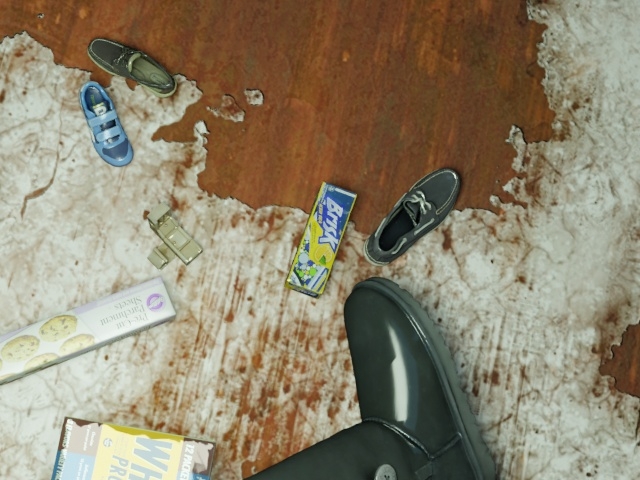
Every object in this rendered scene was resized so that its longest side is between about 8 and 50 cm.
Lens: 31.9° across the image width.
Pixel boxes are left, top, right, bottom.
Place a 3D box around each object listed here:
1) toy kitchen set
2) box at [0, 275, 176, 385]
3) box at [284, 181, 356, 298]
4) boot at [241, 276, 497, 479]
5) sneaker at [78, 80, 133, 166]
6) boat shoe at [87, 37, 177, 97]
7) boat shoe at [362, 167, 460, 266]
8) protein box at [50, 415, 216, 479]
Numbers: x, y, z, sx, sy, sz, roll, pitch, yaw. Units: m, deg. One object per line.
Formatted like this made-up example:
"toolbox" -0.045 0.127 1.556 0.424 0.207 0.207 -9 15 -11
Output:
"toy kitchen set" -0.230 0.002 1.676 0.083 0.075 0.068 45 76 7
"box" -0.372 0.140 1.631 0.324 0.063 0.067 -20 82 -12
"box" 0.000 0.000 1.722 0.059 0.054 0.169 21 76 -3
"boot" 0.004 0.286 1.539 0.445 0.146 0.367 -25 82 -33
"sneaker" -0.331 -0.179 1.709 0.053 0.059 0.144 -26 84 -15
"boat shoe" -0.291 -0.276 1.741 0.152 0.049 0.056 25 76 -2
"boat shoe" 0.151 -0.041 1.748 0.075 0.065 0.206 45 75 3
"protein box" -0.257 0.326 1.537 0.201 0.200 0.136 11 78 -6
